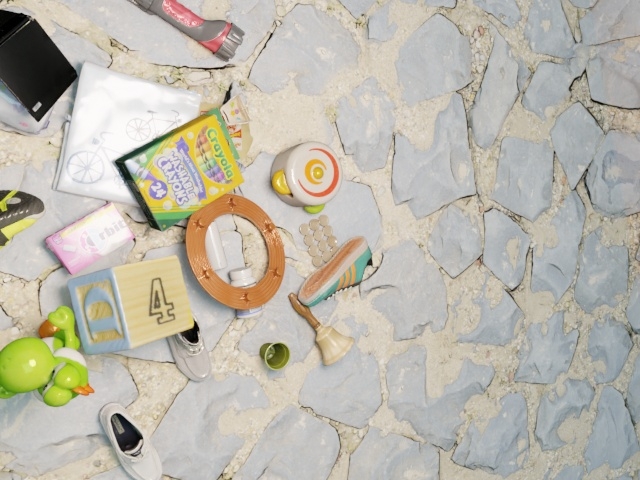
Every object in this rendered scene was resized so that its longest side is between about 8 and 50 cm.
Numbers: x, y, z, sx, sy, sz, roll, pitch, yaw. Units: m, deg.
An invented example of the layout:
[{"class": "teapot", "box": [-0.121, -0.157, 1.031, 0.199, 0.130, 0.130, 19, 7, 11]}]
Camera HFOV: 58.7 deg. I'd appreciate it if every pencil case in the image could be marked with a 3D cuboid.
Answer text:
[{"class": "pencil case", "box": [-0.750, -0.350, 1.299, 0.273, 0.113, 0.124, 23, 61, -29]}]

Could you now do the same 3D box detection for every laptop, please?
[{"class": "laptop", "box": [-0.723, -0.406, 1.274, 0.264, 0.137, 0.234, 11, 41, -5]}]

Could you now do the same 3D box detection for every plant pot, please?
[{"class": "plant pot", "box": [-0.143, 0.335, 1.684, 0.083, 0.079, 0.083, -1, 91, -31]}]

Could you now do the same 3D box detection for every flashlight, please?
[{"class": "flashlight", "box": [-0.354, -0.606, 1.530, 0.304, 0.103, 0.103, 30, 77, -28]}]

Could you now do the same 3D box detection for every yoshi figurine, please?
[{"class": "yoshi figurine", "box": [-0.617, 0.256, 1.243, 0.203, 0.362, 0.204, -8, 95, -29]}]

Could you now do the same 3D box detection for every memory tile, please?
[{"class": "memory tile", "box": [0.000, 0.000, 1.800, 0.113, 0.012, 0.148, -28, 104, -27]}]

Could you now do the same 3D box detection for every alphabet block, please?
[{"class": "alphabet block", "box": [-0.459, 0.155, 1.387, 0.197, 0.192, 0.193, -13, 91, -56]}]

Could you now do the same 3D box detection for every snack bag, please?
[{"class": "snack bag", "box": [-0.493, -0.262, 1.477, 0.323, 0.037, 0.343, 10, 93, -29]}]

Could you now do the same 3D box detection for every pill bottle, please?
[{"class": "pill bottle", "box": [-0.217, 0.148, 1.638, 0.078, 0.078, 0.137, -15, 98, -29]}]

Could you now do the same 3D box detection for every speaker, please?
[{"class": "speaker", "box": [-0.303, 0.014, 1.599, 0.055, 0.055, 0.136, -18, 99, -29]}]

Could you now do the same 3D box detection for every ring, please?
[{"class": "ring", "box": [-0.223, 0.025, 1.590, 0.336, 0.032, 0.337, 19, 61, -38]}]

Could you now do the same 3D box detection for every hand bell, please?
[{"class": "hand bell", "box": [-0.018, 0.257, 1.761, 0.126, 0.126, 0.242, -43, 98, -23]}]

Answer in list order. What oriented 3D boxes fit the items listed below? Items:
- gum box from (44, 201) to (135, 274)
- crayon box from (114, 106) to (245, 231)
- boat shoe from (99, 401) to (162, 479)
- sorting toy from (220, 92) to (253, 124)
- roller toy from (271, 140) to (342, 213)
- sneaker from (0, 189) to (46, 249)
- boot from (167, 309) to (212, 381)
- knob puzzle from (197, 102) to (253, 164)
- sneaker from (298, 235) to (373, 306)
[{"class": "gum box", "box": [-0.582, -0.004, 1.431, 0.188, 0.062, 0.107, -36, 108, -25]}, {"class": "crayon box", "box": [-0.342, -0.194, 1.501, 0.323, 0.083, 0.203, -37, 119, -27]}, {"class": "boat shoe", "box": [-0.491, 0.541, 1.481, 0.095, 0.084, 0.258, -38, 109, -24]}, {"class": "sorting toy", "box": [-0.242, -0.357, 1.589, 0.075, 0.045, 0.083, -35, 108, -39]}, {"class": "roller toy", "box": [-0.039, -0.197, 1.696, 0.209, 0.146, 0.191, 25, 78, -28]}, {"class": "sneaker", "box": [-0.807, 0.012, 1.281, 0.384, 0.145, 0.147, -32, 137, -28]}, {"class": "boot", "box": [-0.355, 0.279, 1.533, 0.095, 0.123, 0.258, -33, 107, -26]}, {"class": "knob puzzle", "box": [-0.285, -0.288, 1.618, 0.213, 0.030, 0.213, -1, 91, -31]}, {"class": "sneaker", "box": [0.062, 0.121, 1.776, 0.302, 0.108, 0.121, -42, 119, -25]}]
